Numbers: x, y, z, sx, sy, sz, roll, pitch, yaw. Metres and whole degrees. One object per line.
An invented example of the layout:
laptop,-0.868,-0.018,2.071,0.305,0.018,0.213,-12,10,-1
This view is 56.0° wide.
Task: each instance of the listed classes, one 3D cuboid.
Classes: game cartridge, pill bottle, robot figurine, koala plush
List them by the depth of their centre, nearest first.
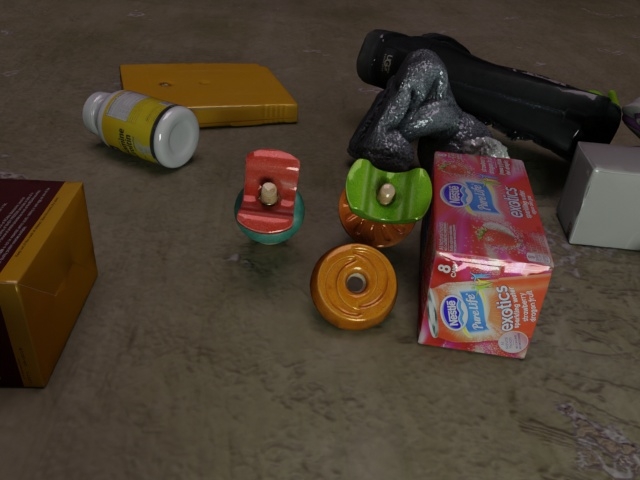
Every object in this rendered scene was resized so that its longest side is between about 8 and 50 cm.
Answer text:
koala plush,0.192,-0.170,0.967,0.221,0.203,0.196,30,7,-10
pill bottle,-0.301,-0.191,1.000,0.184,0.103,0.103,20,36,23
game cartridge,-0.238,-0.301,1.237,0.324,0.052,0.285,-5,33,-18
robot figurine,0.566,-0.271,1.255,0.101,0.067,0.115,-15,26,22

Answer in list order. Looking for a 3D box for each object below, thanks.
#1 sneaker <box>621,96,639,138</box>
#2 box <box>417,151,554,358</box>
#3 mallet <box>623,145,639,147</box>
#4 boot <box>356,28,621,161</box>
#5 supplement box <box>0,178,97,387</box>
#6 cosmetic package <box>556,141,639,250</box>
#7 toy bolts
sneaker,0.617,-0.224,1.033,0.305,0.152,0.114,-6,54,-54
box,0.186,0.004,0.727,0.123,0.128,0.257,8,33,6
mallet,0.543,-0.176,1.140,0.190,0.039,0.062,-6,35,-24
boot,0.345,-0.282,1.138,0.445,0.146,0.367,26,28,34
supplement box,-0.359,0.034,0.616,0.194,0.129,0.191,2,33,-4
cosmetic package,0.477,-0.057,0.859,0.238,0.127,0.107,9,34,5
toy bolts,0.000,0.000,0.753,0.229,0.158,0.218,13,75,-1
